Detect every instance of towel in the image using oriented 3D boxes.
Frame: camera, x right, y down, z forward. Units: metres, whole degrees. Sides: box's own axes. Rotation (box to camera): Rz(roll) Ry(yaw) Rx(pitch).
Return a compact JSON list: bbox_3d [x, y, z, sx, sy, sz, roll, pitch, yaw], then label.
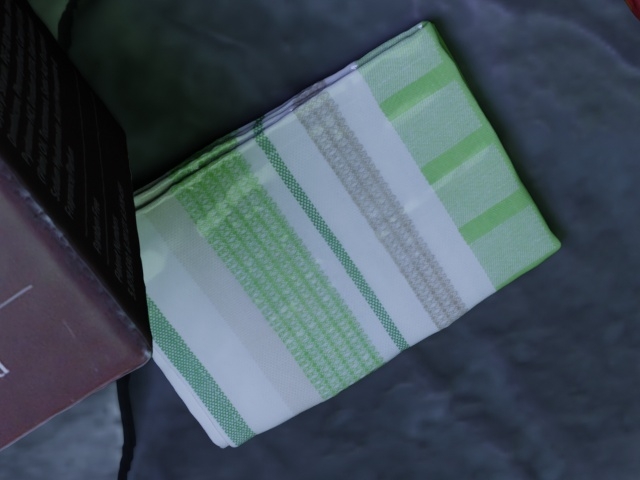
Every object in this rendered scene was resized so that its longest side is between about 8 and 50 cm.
[{"bbox_3d":[0.000,0.000,0.594,0.152,0.023,0.113,-31,118,3],"label":"towel"}]

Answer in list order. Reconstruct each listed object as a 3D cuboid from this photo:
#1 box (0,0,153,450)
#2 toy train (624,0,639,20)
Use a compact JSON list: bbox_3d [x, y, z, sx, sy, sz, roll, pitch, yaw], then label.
[{"bbox_3d":[-0.173,-0.032,0.465,0.168,0.167,0.203,-31,116,6],"label":"box"},{"bbox_3d":[0.156,-0.094,0.505,0.105,0.143,0.248,-30,116,5],"label":"toy train"}]
